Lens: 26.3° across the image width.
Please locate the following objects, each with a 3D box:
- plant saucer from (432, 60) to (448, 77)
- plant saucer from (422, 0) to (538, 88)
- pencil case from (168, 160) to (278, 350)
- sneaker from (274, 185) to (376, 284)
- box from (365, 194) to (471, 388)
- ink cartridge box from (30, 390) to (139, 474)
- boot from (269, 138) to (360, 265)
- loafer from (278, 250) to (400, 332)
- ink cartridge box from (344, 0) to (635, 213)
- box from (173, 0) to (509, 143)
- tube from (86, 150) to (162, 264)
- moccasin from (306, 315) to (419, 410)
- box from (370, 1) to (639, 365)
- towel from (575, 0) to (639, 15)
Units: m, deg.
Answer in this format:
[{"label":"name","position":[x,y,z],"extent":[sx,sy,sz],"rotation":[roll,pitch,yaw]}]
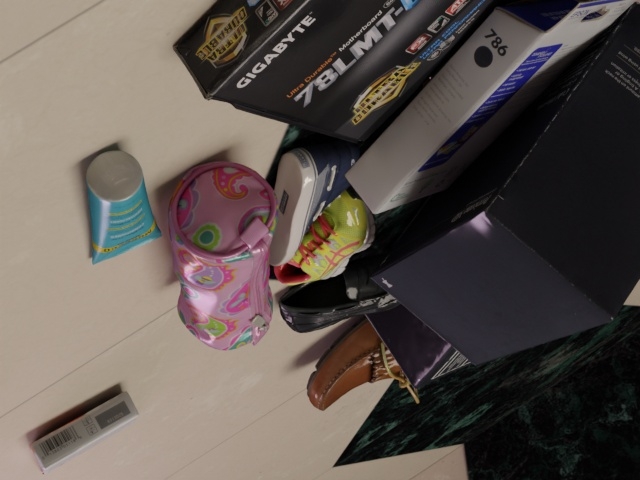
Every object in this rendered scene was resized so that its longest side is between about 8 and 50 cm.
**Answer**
[{"label":"plant saucer","position":[0.146,-0.196,1.493],"extent":[0.067,0.018,0.192],"rotation":[-36,150,20]},{"label":"plant saucer","position":[0.196,-0.209,1.585],"extent":[0.168,0.029,0.168],"rotation":[-29,159,-13]},{"label":"pencil case","position":[-0.104,0.025,1.517],"extent":[0.124,0.124,0.284],"rotation":[-28,158,-16]},{"label":"sneaker","position":[0.000,0.000,1.683],"extent":[0.094,0.081,0.208],"rotation":[-20,157,-28]},{"label":"box","position":[0.257,0.034,2.007],"extent":[0.294,0.183,0.296],"rotation":[-16,153,-38]},{"label":"ink cartridge box","position":[-0.323,0.264,1.870],"extent":[0.145,0.045,0.179],"rotation":[-29,178,-16]},{"label":"boot","position":[-0.012,-0.043,1.579],"extent":[0.086,0.069,0.190],"rotation":[-19,154,-29]},{"label":"loafer","position":[0.049,0.064,1.878],"extent":[0.223,0.076,0.078],"rotation":[-22,151,5]},{"label":"ink cartridge box","position":[0.179,-0.163,1.443],"extent":[0.332,0.065,0.165],"rotation":[-45,165,34]},{"label":"box","position":[0.055,-0.225,1.271],"extent":[0.295,0.073,0.293],"rotation":[-42,160,19]},{"label":"tube","position":[-0.200,-0.026,1.370],"extent":[0.080,0.052,0.207],"rotation":[-18,163,-10]},{"label":"moccasin","position":[0.150,0.172,2.208],"extent":[0.380,0.147,0.139],"rotation":[-26,159,-21]},{"label":"box","position":[0.261,-0.049,1.553],"extent":[0.312,0.179,0.343],"rotation":[-51,-174,-21]},{"label":"towel","position":[0.483,-0.240,1.665],"extent":[0.331,0.053,0.317],"rotation":[-35,118,-1]}]
